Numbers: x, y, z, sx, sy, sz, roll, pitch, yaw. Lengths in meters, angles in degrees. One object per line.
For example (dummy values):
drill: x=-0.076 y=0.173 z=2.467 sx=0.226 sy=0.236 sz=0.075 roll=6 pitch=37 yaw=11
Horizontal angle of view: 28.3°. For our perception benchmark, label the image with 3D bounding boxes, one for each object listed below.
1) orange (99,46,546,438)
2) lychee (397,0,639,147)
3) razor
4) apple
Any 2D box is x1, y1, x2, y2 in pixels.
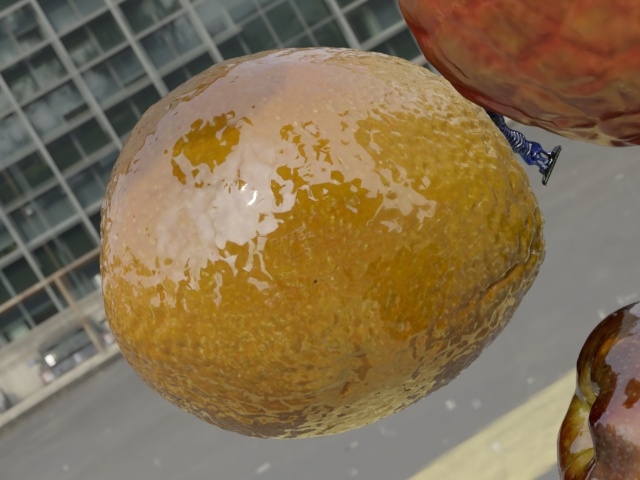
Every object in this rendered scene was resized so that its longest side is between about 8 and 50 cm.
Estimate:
orange: x=0.000 y=0.000 z=1.033 sx=0.356 sy=0.322 sz=0.322 roll=-7 pitch=7 yaw=-8
lychee: x=0.133 y=-0.174 z=0.581 sx=0.300 sy=0.255 sz=0.255 roll=13 pitch=26 yaw=16
razor: x=0.181 y=-0.105 z=1.217 sx=0.028 sy=0.154 sz=0.044 roll=13 pitch=75 yaw=44
apple: x=0.250 y=0.134 z=0.782 sx=0.230 sy=0.230 sz=0.230 roll=-29 pitch=10 yaw=6
